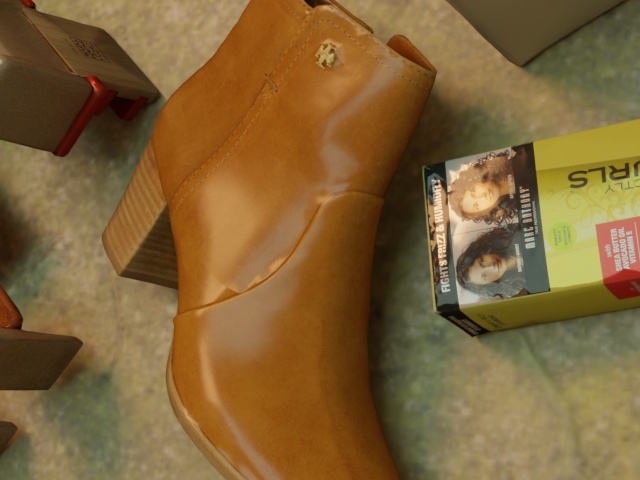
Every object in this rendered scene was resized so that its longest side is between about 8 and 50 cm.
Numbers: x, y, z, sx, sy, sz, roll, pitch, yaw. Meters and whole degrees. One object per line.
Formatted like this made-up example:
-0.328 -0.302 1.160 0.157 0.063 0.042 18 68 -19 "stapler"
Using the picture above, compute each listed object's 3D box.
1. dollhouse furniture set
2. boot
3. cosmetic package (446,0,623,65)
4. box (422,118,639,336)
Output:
-0.230 -0.022 0.917 0.259 0.135 0.262 -51 61 19 "dollhouse furniture set"
0.000 0.000 0.772 0.211 0.104 0.295 -54 53 22 "boot"
0.193 -0.287 0.742 0.385 0.156 0.217 -32 67 14 "cosmetic package"
0.170 -0.015 0.738 0.232 0.058 0.087 -10 71 23 "box"
